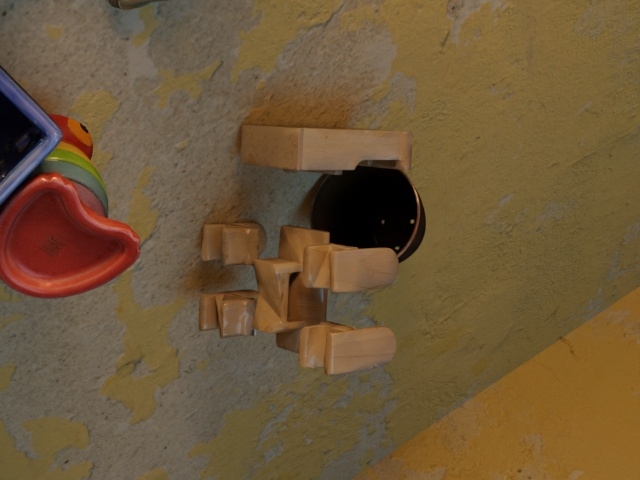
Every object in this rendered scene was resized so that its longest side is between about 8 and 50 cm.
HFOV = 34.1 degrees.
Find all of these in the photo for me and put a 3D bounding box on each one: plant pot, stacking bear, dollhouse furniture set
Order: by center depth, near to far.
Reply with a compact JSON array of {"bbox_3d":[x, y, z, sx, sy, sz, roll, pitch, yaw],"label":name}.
[{"bbox_3d":[-0.473,-0.143,1.256,0.236,0.212,0.236,-44,113,0],"label":"plant pot"},{"bbox_3d":[-0.359,-0.070,1.395,0.164,0.289,0.175,-39,126,13],"label":"stacking bear"},{"bbox_3d":[0.000,0.000,1.821,0.257,0.362,0.394,-4,100,-41],"label":"dollhouse furniture set"},{"bbox_3d":[0.119,-0.034,2.046,0.215,0.215,0.230,-49,159,7],"label":"plant pot"}]

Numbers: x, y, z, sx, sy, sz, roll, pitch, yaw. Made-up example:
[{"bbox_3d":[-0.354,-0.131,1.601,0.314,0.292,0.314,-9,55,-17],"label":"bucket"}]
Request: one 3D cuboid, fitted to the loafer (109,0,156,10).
[{"bbox_3d":[-0.225,-0.360,1.459,0.148,0.050,0.056,-30,143,-19],"label":"loafer"}]
